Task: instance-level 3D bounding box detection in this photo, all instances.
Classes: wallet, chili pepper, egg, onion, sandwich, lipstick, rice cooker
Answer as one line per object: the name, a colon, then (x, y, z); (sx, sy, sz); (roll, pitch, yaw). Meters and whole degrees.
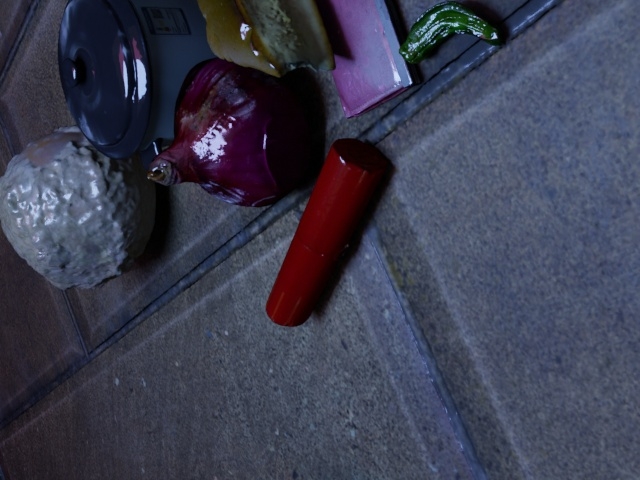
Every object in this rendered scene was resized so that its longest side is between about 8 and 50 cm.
wallet: (0.034, -0.267, 0.890); (0.119, 0.025, 0.232); (-21, 86, 50)
chili pepper: (0.132, -0.217, 0.790); (0.118, 0.035, 0.055); (-3, 112, 40)
egg: (-0.403, -0.055, 1.291); (0.279, 0.279, 0.310); (58, 150, 18)
onion: (-0.114, -0.122, 0.957); (0.140, 0.218, 0.195); (18, 127, 41)
sandwich: (-0.075, -0.277, 0.912); (0.128, 0.122, 0.235); (128, 123, -68)
lipstick: (0.000, -0.001, 0.982); (0.073, 0.073, 0.279); (49, 134, 28)
rice cooker: (-0.242, -0.239, 1.063); (0.241, 0.227, 0.280); (-13, 92, 50)
